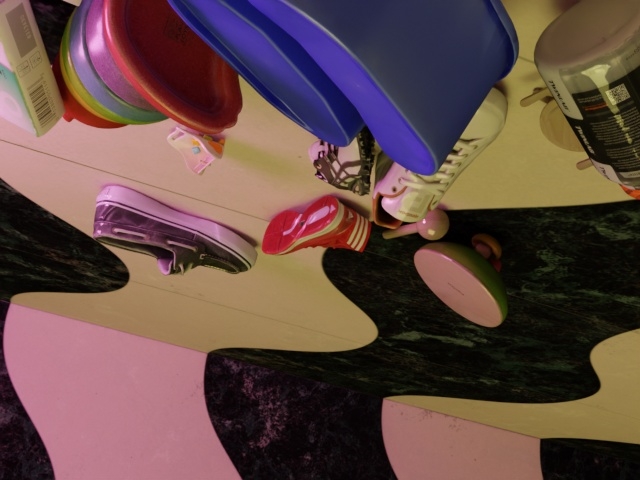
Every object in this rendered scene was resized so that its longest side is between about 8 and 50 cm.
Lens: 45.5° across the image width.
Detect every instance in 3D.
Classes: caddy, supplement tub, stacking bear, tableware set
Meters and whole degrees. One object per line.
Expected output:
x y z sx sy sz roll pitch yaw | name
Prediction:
0.030 -0.208 0.664 0.241 0.179 0.341 24 171 39 | caddy
0.295 -0.134 0.729 0.117 0.117 0.190 -9 133 43 | supplement tub
-0.213 -0.198 0.853 0.164 0.176 0.289 23 164 -33 | stacking bear
0.327 -0.157 0.820 0.128 0.039 0.194 40 142 -24 | tableware set

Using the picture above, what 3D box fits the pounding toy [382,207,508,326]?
0.243 0.026 1.282 0.237 0.110 0.183 47 163 -7 | pounding toy

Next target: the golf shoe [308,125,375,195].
0.027 -0.117 1.027 0.093 0.077 0.198 10 158 5 | golf shoe

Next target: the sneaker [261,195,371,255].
0.000 0.000 1.327 0.128 0.087 0.221 26 156 -31 | sneaker

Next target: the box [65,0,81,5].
-0.237 -0.291 0.686 0.087 0.101 0.102 19 159 -19 | box

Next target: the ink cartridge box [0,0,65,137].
-0.397 -0.232 0.837 0.224 0.056 0.181 26 148 16 | ink cartridge box

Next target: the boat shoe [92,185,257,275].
-0.280 0.013 1.455 0.335 0.119 0.121 23 156 -26 | boat shoe

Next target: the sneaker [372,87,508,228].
0.146 -0.091 0.971 0.105 0.123 0.290 18 157 -10 | sneaker

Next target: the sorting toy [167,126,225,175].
-0.188 -0.141 1.130 0.075 0.045 0.083 28 155 -21 | sorting toy
